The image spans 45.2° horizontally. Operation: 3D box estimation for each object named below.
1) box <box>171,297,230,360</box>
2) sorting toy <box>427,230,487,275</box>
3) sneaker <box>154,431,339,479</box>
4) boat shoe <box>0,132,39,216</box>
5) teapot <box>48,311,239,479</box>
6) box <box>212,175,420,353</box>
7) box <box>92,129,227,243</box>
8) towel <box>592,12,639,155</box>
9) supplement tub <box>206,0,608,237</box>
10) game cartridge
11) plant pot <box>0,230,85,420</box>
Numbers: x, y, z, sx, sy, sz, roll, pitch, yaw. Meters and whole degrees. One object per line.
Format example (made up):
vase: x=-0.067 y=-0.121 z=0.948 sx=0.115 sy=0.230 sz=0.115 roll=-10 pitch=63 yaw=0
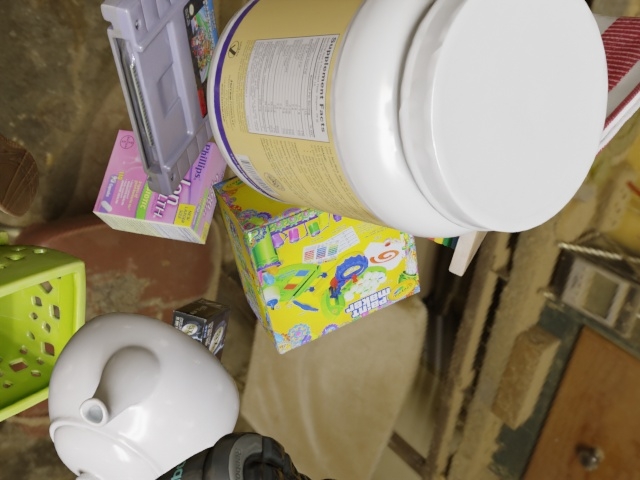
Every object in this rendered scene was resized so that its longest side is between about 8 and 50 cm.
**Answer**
box: x=-0.273 y=0.233 z=1.688 sx=0.147 sy=0.078 sz=0.180 roll=-21 pitch=125 yaw=-74
sorting toy: x=0.264 y=-0.119 z=1.274 sx=0.257 sy=0.089 sz=0.255 roll=-49 pitch=156 yaw=-47
sneaker: x=-0.033 y=0.236 z=0.616 sx=0.106 sy=0.101 sz=0.267 roll=-24 pitch=129 yaw=20
boat shoe: x=-0.663 y=-0.160 z=1.488 sx=0.342 sy=0.123 sz=0.123 roll=73 pitch=40 yaw=-67
teapot: x=-0.235 y=0.226 z=0.938 sx=0.256 sy=0.253 sz=0.187 roll=53 pitch=45 yaw=-29
box: x=0.000 y=0.000 z=1.362 sx=0.290 sy=0.177 sz=0.279 roll=-22 pitch=128 yaw=-15
box: x=-0.369 y=-0.125 z=1.790 sx=0.117 sy=0.243 sz=0.213 roll=67 pitch=35 yaw=-70
towel: x=0.295 y=-0.220 z=1.022 sx=0.237 sy=0.329 sz=0.037 roll=-46 pitch=127 yaw=-12
supplement tub: x=0.065 y=-0.134 z=0.723 sx=0.241 sy=0.331 sz=0.241 roll=-8 pitch=105 yaw=-34
game cartridge: x=-0.232 y=-0.273 z=1.228 sx=0.355 sy=0.068 sz=0.230 roll=88 pitch=26 yaw=-48
plant pot: x=-0.510 y=0.119 z=1.148 sx=0.228 sy=0.207 sz=0.227 roll=-25 pitch=132 yaw=-53
